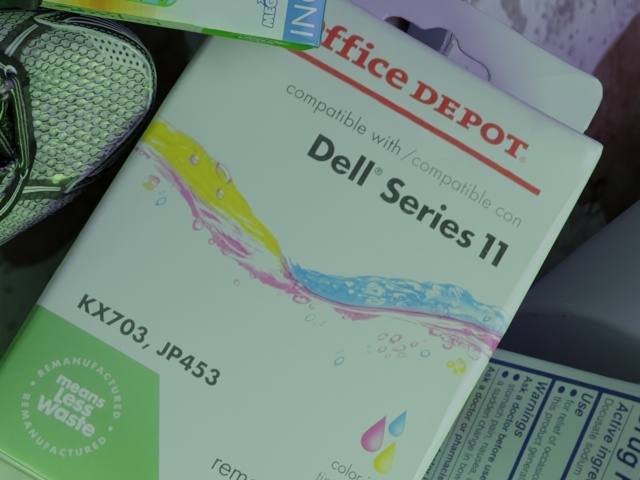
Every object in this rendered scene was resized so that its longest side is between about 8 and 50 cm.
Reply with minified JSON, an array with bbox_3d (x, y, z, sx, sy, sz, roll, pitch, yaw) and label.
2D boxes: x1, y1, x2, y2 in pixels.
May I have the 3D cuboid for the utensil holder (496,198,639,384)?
[{"bbox_3d":[0.327,0.080,1.135,0.385,0.327,0.328,-32,120,-31],"label":"utensil holder"}]

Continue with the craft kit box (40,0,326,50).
[{"bbox_3d":[-0.105,-0.226,0.754,0.246,0.061,0.250,9,94,-13],"label":"craft kit box"}]

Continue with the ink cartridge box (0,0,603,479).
[{"bbox_3d":[0.000,0.000,0.860,0.207,0.119,0.353,30,77,2],"label":"ink cartridge box"}]

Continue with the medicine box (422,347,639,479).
[{"bbox_3d":[0.073,0.201,0.933,0.149,0.289,0.263,37,73,-42],"label":"medicine box"}]

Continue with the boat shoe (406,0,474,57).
[{"bbox_3d":[0.081,-0.154,1.050,0.035,0.035,0.100,43,63,-69],"label":"boat shoe"}]

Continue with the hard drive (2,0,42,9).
[{"bbox_3d":[-0.151,-0.281,0.650,0.237,0.064,0.339,23,67,-5],"label":"hard drive"}]

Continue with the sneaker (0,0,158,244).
[{"bbox_3d":[-0.197,-0.017,0.730,0.343,0.146,0.134,-31,119,-39],"label":"sneaker"}]
